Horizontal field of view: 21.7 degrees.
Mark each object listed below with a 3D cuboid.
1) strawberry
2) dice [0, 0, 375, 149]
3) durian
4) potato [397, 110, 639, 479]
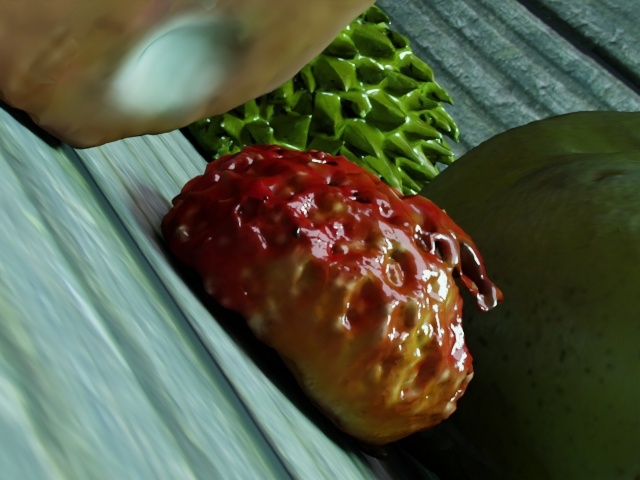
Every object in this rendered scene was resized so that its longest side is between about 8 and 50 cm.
[{"bbox_3d":[0.000,0.000,0.610,0.121,0.082,0.188,44,6,-22],"label":"strawberry"},{"bbox_3d":[-0.074,-0.148,0.505,0.175,0.179,0.174,55,4,31],"label":"dice"},{"bbox_3d":[-0.038,-0.121,1.206,0.394,0.163,0.198,41,2,-23],"label":"durian"},{"bbox_3d":[0.146,0.065,0.676,0.218,0.202,0.351,49,1,-22],"label":"potato"}]
